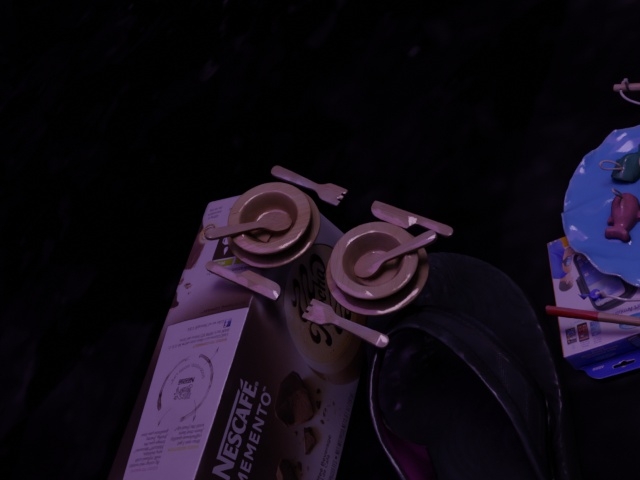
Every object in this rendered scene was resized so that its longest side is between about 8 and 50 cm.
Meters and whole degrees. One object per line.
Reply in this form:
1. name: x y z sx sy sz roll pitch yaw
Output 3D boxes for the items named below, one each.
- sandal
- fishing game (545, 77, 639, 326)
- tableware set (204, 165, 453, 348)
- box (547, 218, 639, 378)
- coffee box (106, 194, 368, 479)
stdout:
1. sandal: 0.116 0.154 0.748 0.167 0.107 0.445 -34 40 19
2. fishing game: 0.285 -0.043 0.777 0.189 0.041 0.264 7 57 37
3. tableware set: 0.000 0.000 0.822 0.194 0.039 0.128 22 65 25
4. box: 0.235 0.046 0.788 0.081 0.028 0.136 -24 42 28
5. coffee box: -0.059 0.121 0.902 0.119 0.168 0.297 -11 51 39
